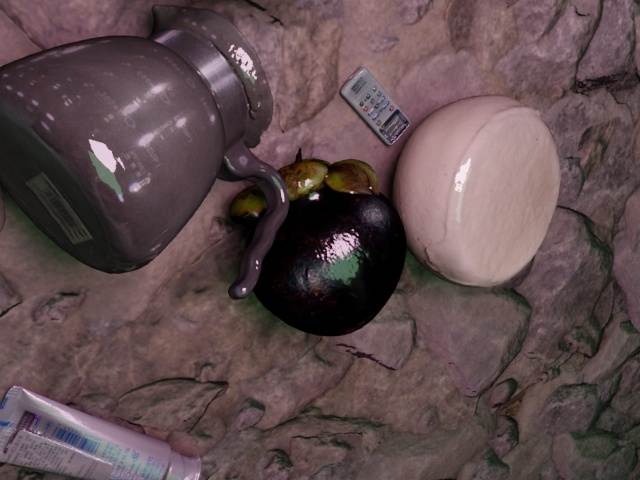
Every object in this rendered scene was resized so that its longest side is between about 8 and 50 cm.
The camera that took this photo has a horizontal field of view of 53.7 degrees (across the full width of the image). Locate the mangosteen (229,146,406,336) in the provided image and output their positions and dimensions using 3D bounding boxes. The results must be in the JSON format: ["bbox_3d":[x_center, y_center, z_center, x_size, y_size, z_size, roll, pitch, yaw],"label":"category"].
[{"bbox_3d":[0.000,0.000,0.845,0.243,0.243,0.243,-11,116,-23],"label":"mangosteen"}]

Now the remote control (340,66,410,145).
[{"bbox_3d":[0.081,-0.192,0.910,0.053,0.018,0.124,-48,124,0],"label":"remote control"}]

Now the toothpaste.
[{"bbox_3d":[-0.316,0.300,0.901,0.299,0.073,0.114,28,98,-26],"label":"toothpaste"}]

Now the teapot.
[{"bbox_3d":[-0.147,-0.104,0.666,0.305,0.223,0.285,39,56,5],"label":"teapot"}]

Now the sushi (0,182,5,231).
[{"bbox_3d":[-0.398,-0.121,0.628,0.130,0.124,0.332,1,112,-5],"label":"sushi"}]

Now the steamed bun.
[{"bbox_3d":[0.215,-0.076,0.931,0.283,0.177,0.283,-15,114,-37],"label":"steamed bun"}]
